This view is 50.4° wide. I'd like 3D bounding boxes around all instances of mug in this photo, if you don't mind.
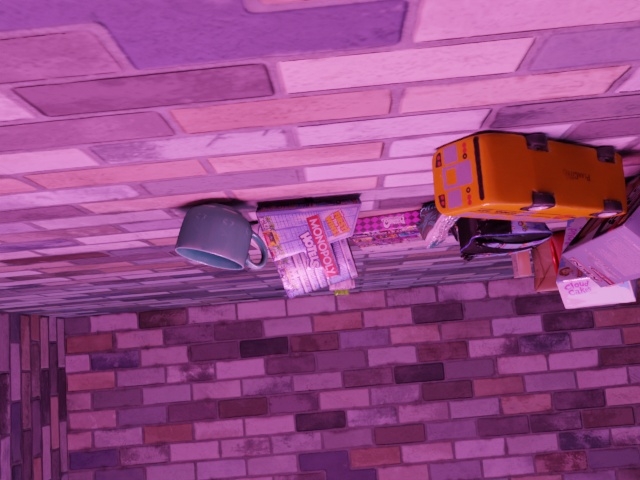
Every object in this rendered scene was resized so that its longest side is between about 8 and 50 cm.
[{"bbox_3d":[-0.183,-0.007,1.252,0.129,0.097,0.157,2,163,36],"label":"mug"}]

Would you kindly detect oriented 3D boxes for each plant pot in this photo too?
[{"bbox_3d":[0.773,0.057,1.978,0.174,0.191,0.191,-13,170,10],"label":"plant pot"}]

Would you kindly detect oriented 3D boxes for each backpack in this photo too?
[{"bbox_3d":[0.377,-0.032,1.394,0.173,0.117,0.158,-4,166,-1],"label":"backpack"}]

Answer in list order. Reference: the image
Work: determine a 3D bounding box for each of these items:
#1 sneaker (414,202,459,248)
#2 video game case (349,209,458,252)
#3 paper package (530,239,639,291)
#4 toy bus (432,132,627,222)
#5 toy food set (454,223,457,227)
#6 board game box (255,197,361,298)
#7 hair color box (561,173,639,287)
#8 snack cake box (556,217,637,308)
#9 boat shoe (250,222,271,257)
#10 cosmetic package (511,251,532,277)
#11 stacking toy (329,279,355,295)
[{"bbox_3d":[0.236,-0.052,1.390,0.065,0.076,0.166,-23,156,-30],"label":"sneaker"},{"bbox_3d":[0.193,-0.021,1.585,0.232,0.042,0.210,-7,166,16],"label":"video game case"},{"bbox_3d":[0.882,0.078,2.230,0.309,0.168,0.324,-11,170,32],"label":"paper package"},{"bbox_3d":[0.338,-0.089,1.058,0.332,0.108,0.130,2,169,-36],"label":"toy bus"},{"bbox_3d":[0.296,-0.028,1.704,0.122,0.019,0.078,-3,171,-10],"label":"toy food set"},{"bbox_3d":[0.000,0.000,1.297,0.194,0.194,0.060,-18,-165,4],"label":"board game box"},{"bbox_3d":[0.592,-0.031,1.258,0.185,0.113,0.374,-49,170,-4],"label":"hair color box"},{"bbox_3d":[0.643,0.031,1.564,0.152,0.089,0.264,-10,-147,34],"label":"snack cake box"},{"bbox_3d":[-0.098,-0.001,1.530,0.075,0.083,0.226,4,164,23],"label":"boat shoe"},{"bbox_3d":[0.620,0.056,2.104,0.041,0.115,0.060,-5,171,-1],"label":"cosmetic package"},{"bbox_3d":[0.042,0.029,1.460,0.052,0.167,0.221,-6,170,3],"label":"stacking toy"}]
